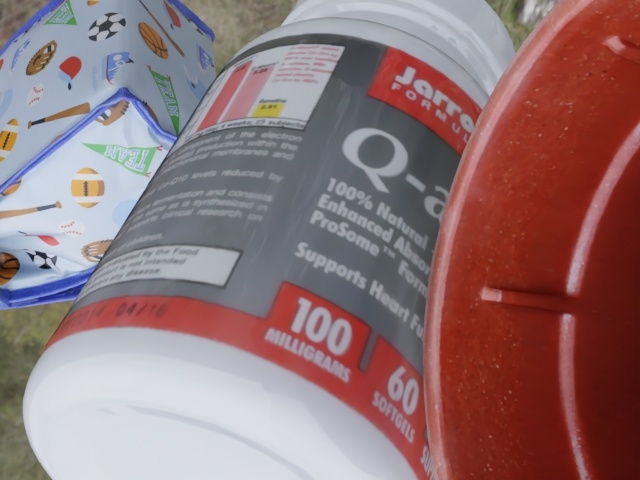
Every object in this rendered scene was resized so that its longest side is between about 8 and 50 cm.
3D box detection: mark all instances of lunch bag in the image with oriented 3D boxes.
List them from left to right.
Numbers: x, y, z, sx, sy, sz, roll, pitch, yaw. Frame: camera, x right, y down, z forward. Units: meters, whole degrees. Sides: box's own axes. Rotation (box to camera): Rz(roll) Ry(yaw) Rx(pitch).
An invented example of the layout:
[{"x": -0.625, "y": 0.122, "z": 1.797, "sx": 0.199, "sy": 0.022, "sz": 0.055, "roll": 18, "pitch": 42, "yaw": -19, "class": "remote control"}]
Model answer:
[{"x": -0.315, "y": -0.117, "z": 1.257, "sx": 0.386, "sy": 0.327, "sz": 0.239, "roll": -32, "pitch": 131, "yaw": 19, "class": "lunch bag"}]

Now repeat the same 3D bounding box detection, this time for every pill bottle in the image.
[{"x": 0.000, "y": 0.000, "z": 0.592, "sx": 0.210, "sy": 0.362, "sz": 0.210, "roll": 13, "pitch": 140, "yaw": 12, "class": "pill bottle"}]

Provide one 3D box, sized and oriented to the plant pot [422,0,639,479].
[{"x": 0.222, "y": 0.043, "z": 0.382, "sx": 0.265, "sy": 0.272, "sz": 0.272, "roll": 9, "pitch": 148, "yaw": -24, "class": "plant pot"}]
